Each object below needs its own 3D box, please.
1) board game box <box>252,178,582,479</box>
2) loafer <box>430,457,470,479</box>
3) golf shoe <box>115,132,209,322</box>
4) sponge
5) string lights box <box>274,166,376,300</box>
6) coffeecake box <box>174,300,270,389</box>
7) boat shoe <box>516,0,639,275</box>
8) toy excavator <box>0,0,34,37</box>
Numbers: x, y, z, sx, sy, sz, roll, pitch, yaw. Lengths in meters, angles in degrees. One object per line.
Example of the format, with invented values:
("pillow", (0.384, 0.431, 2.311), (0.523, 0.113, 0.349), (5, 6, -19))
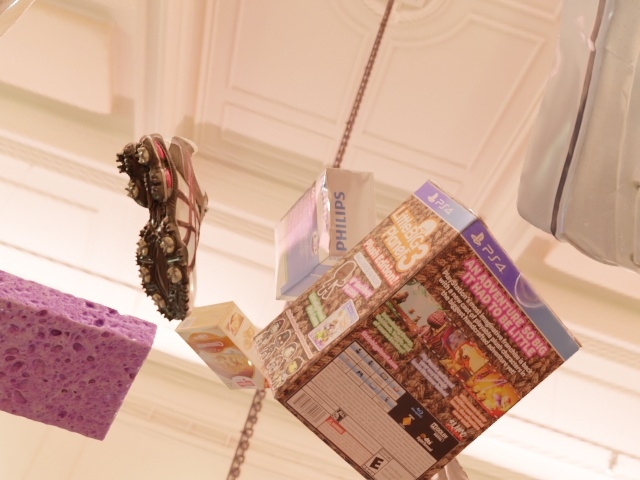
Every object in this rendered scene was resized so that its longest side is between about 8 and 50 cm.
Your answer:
("board game box", (0.110, 0.119, 0.910), (0.291, 0.141, 0.232), (-41, -64, 3))
("loafer", (0.182, 0.414, 1.167), (0.130, 0.134, 0.366), (-29, -9, -1))
("golf shoe", (-0.204, -0.020, 1.119), (0.105, 0.120, 0.273), (-1, -81, 39))
("sponge", (-0.238, 0.075, 0.569), (0.210, 0.031, 0.117), (23, -57, -18))
("string lights box", (0.000, 0.000, 1.179), (0.076, 0.133, 0.259), (5, -19, -19))
("coffeecake box", (-0.178, 0.213, 1.546), (0.142, 0.068, 0.185), (-13, -56, 44))
("boat shoe", (0.203, -0.099, 0.380), (0.156, 0.136, 0.367), (37, -31, 29))
("toy excavator", (-0.541, -0.243, 0.996), (0.222, 0.445, 0.433), (41, -57, 7))
